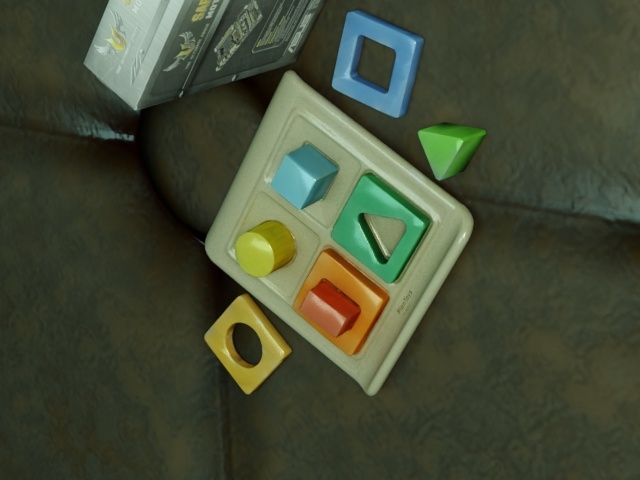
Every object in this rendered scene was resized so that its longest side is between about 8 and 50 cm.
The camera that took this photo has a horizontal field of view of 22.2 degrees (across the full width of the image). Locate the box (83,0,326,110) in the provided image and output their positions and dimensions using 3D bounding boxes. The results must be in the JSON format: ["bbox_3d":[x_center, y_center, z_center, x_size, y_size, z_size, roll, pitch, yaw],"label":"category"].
[{"bbox_3d":[-0.044,-0.206,1.096,0.056,0.183,0.231,43,127,19],"label":"box"}]

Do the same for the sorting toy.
[{"bbox_3d":[0.000,0.000,1.218,0.196,0.047,0.347,41,126,20],"label":"sorting toy"}]
